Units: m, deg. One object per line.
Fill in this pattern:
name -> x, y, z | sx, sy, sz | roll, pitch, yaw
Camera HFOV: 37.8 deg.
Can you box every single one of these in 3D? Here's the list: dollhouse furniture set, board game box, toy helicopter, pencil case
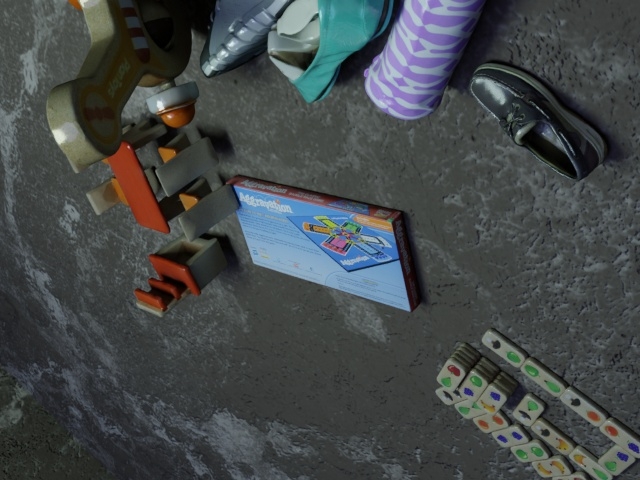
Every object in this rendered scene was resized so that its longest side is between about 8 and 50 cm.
dollhouse furniture set -> -0.245, -0.035, 1.349 | 0.262, 0.135, 0.259 | 15, 135, 46
board game box -> 0.000, 0.000, 1.246 | 0.281, 0.027, 0.145 | 15, 136, 37
toy helicopter -> -0.209, -0.190, 1.020 | 0.140, 0.355, 0.235 | -14, 127, 19
pencil case -> 0.100, -0.206, 0.881 | 0.088, 0.086, 0.206 | 34, 144, 11

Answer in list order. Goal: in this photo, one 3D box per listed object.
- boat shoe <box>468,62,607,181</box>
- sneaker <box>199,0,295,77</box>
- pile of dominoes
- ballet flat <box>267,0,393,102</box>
boat shoe -> 0.202, -0.114, 0.897 | 0.152, 0.049, 0.056 | 37, 145, 15
sneaker -> -0.087, -0.280, 1.024 | 0.228, 0.086, 0.132 | -29, 93, 50
pile of dominoes -> 0.262, 0.235, 1.194 | 0.251, 0.040, 0.196 | 37, 144, 14
ballet flat -> -0.007, -0.208, 0.951 | 0.087, 0.083, 0.247 | 9, 168, -15
